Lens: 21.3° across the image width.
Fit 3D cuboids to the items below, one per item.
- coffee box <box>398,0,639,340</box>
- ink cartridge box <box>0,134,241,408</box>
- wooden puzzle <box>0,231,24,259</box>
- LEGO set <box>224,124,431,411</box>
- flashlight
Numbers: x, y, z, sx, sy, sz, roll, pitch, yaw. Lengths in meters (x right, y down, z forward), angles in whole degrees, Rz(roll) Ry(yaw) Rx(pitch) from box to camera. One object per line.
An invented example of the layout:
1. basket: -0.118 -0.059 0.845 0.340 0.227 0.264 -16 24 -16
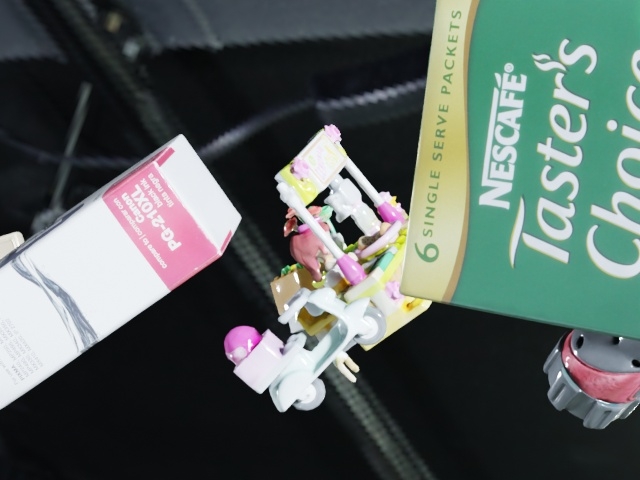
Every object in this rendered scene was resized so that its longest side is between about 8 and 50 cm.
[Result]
1. coffee box: 0.119 -0.021 0.532 0.184 0.113 0.040 12 9 23
2. ink cartridge box: -0.197 0.024 1.460 0.237 0.172 0.100 -35 -83 9
3. wooden puzzle: -0.311 0.034 1.630 0.078 0.116 0.014 -10 -6 -19
4. LEGO set: 0.000 0.000 1.012 0.107 0.132 0.287 50 6 -7
5. flashlight: 0.315 0.059 1.623 0.103 0.103 0.304 11 -42 -12
